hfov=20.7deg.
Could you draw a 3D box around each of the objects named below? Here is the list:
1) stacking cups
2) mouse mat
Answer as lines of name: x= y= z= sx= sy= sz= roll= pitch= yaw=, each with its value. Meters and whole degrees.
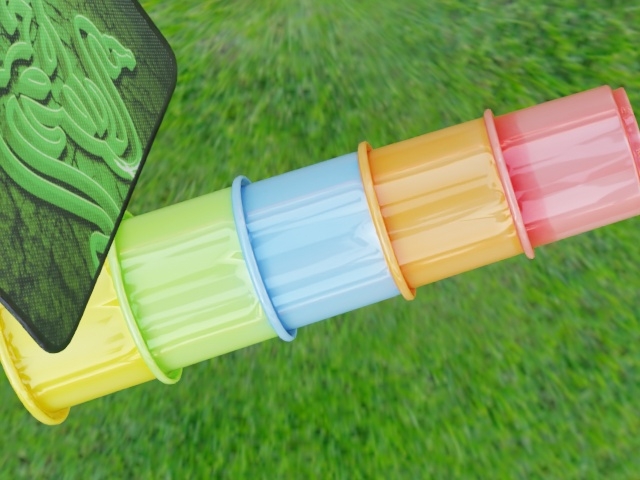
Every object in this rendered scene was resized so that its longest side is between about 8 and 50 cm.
stacking cups: x=0.000 y=0.000 z=0.838 sx=0.316 sy=0.096 sz=0.096 roll=-18 pitch=99 yaw=10
mouse mat: x=-0.114 y=-0.071 z=0.615 sx=0.007 sy=0.152 sz=0.190 roll=-5 pitch=139 yaw=28
